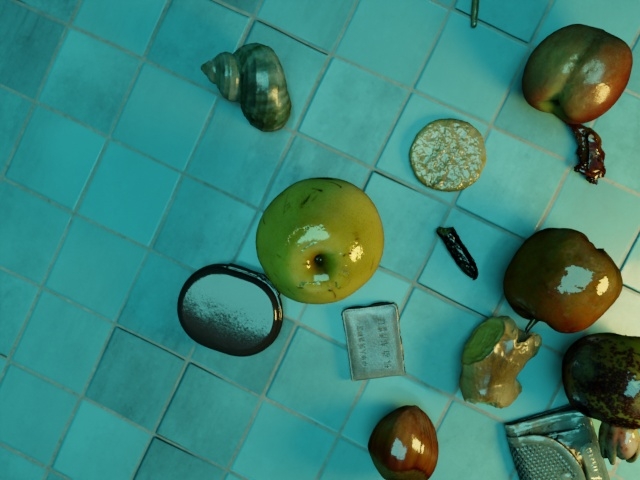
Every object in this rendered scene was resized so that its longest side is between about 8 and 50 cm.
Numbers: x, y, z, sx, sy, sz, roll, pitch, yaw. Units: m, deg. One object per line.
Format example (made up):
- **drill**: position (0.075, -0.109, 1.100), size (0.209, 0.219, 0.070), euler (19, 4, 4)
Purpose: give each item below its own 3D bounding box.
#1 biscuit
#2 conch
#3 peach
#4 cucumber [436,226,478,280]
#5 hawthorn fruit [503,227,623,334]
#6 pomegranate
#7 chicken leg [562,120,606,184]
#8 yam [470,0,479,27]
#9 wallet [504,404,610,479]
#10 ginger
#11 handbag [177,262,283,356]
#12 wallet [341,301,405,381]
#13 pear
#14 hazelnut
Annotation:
- **biscuit**: position (0.362, -0.241, 1.454), size (0.220, 0.033, 0.220), euler (0, 91, 3)
- **conch**: position (-0.194, -0.436, 1.423), size (0.277, 0.195, 0.220), euler (18, 124, -22)
- **peach**: position (0.662, -0.433, 1.326), size (0.252, 0.252, 0.252), euler (0, 92, 4)
- **cucumber**: position (0.393, 0.034, 1.454), size (0.053, 0.053, 0.181), euler (-32, 92, 4)
- **hawthorn fruit**: position (0.612, 0.118, 1.345), size (0.268, 0.268, 0.301), euler (39, 96, 2)
- **pomegranate**: position (0.769, 0.413, 1.334), size (0.285, 0.285, 0.340), euler (1, 90, 4)
- **chicken leg**: position (0.736, -0.259, 1.422), size (0.089, 0.048, 0.219), euler (-14, 91, 1)
- **yam**: position (0.435, -0.658, 1.441), size (0.021, 0.021, 0.116), euler (4, 91, 3)
- **wallet**: position (0.683, 0.655, 1.447), size (0.237, 0.075, 0.342), euler (-17, 91, 7)
- **ginger**: position (0.498, 0.348, 1.422), size (0.276, 0.130, 0.221), euler (-41, 100, 3)
- **handbag**: position (-0.256, 0.197, 1.478), size (0.308, 0.093, 0.253), euler (18, 91, 3)
- **wallet**: position (0.153, 0.291, 1.483), size (0.167, 0.036, 0.222), euler (-7, 92, 4)
- **pear**: position (0.000, 0.000, 1.347), size (0.348, 0.348, 0.348), euler (0, 92, 4)
- **hazelnut**: position (0.227, 0.568, 1.427), size (0.186, 0.210, 0.210), euler (-39, 89, 27)
